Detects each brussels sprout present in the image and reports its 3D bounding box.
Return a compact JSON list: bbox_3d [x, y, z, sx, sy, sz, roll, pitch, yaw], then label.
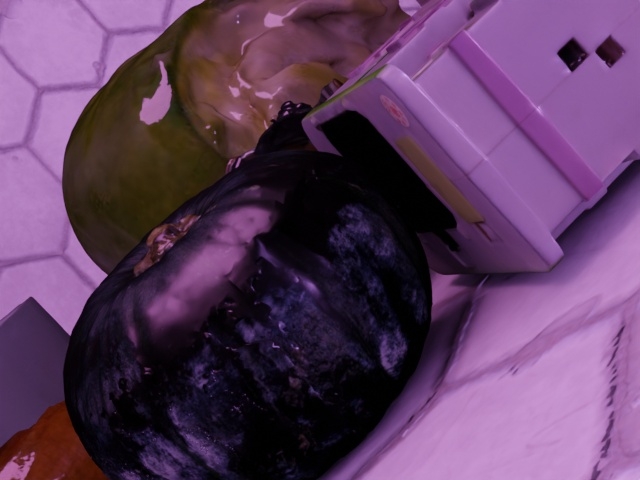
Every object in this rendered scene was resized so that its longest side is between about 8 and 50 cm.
[{"bbox_3d":[-0.064,-0.092,1.366,0.371,0.276,0.315,-47,-3,-35],"label":"brussels sprout"}]

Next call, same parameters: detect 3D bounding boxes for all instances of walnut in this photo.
[{"bbox_3d":[-0.223,0.198,1.278,0.116,0.116,0.207,-38,8,39],"label":"walnut"}]

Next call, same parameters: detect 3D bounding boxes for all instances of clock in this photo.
[{"bbox_3d":[0.154,-0.137,0.886,0.309,0.166,0.235,-43,6,-10],"label":"clock"}]

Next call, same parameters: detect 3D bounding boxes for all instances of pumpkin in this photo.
[{"bbox_3d":[-0.041,0.052,0.870,0.233,0.163,0.233,-44,11,11],"label":"pumpkin"}]

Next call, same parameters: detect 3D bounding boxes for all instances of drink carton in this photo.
[{"bbox_3d":[-0.277,0.165,1.495,0.185,0.190,0.191,-40,6,-17],"label":"drink carton"}]

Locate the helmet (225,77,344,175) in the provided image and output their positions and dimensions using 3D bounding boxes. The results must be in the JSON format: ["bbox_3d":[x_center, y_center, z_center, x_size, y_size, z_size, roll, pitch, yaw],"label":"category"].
[{"bbox_3d":[0.000,0.000,1.094,0.198,0.130,0.224,-38,29,45],"label":"helmet"}]
